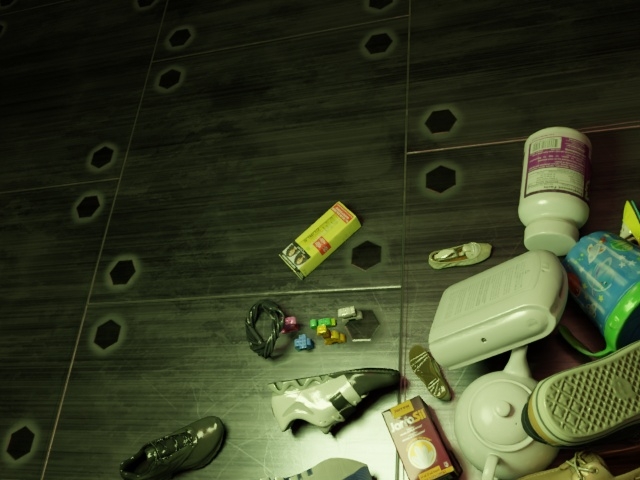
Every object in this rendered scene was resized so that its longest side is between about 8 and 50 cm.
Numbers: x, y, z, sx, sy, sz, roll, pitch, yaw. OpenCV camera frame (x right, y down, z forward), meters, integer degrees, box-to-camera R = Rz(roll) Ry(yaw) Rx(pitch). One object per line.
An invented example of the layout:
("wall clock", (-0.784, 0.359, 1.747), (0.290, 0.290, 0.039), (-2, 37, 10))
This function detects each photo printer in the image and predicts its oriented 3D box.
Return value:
("photo printer", (0.410, 0.148, 1.505), (0.308, 0.107, 0.256), (-29, 15, 32))

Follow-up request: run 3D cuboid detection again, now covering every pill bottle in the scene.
("pill bottle", (0.588, -0.120, 1.670), (0.169, 0.169, 0.301), (3, 64, 22))

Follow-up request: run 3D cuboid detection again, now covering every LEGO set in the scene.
("LEGO set", (-0.007, 0.230, 1.739), (0.227, 0.093, 0.087), (-13, 59, 13))

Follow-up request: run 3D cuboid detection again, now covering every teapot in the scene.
("teapot", (0.400, 0.395, 1.441), (0.253, 0.187, 0.256), (-30, 57, 3))

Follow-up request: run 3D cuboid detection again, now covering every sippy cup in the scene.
("sippy cup", (0.672, 0.100, 1.495), (0.306, 0.240, 0.224), (-29, 45, -8))

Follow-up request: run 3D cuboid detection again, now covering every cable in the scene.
("cable", (-0.152, 0.234, 1.791), (0.184, 0.047, 0.150), (16, 96, 58))

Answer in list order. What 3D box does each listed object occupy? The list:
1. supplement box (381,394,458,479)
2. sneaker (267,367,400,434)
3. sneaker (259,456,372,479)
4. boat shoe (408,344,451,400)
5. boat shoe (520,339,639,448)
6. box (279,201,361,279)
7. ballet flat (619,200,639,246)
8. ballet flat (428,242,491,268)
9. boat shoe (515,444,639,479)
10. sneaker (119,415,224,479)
("supplement box", (0.227, 0.467, 1.527), (0.104, 0.081, 0.188), (-27, 56, 5))
("sneaker", (0.041, 0.394, 1.631), (0.331, 0.122, 0.146), (-13, 76, 12))
("sneaker", (-0.038, 0.598, 1.530), (0.316, 0.182, 0.127), (-4, 58, -16))
("boat shoe", (0.267, 0.323, 1.621), (0.056, 0.048, 0.153), (-42, 49, 9))
("boat shoe", (0.632, 0.316, 1.365), (0.500, 0.156, 0.186), (-9, 65, -18))
("box", (0.000, 0.000, 1.886), (0.232, 0.058, 0.087), (-41, 56, -5))
("ballet flat", (0.766, 0.008, 1.594), (0.077, 0.077, 0.231), (-31, 56, 22))
("ballet flat", (0.365, 0.037, 1.734), (0.168, 0.052, 0.057), (-16, 58, 11))
("boat shoe", (0.540, 0.473, 1.338), (0.341, 0.110, 0.121), (-9, 16, -5))
("sneaker", (-0.376, 0.538, 1.683), (0.286, 0.130, 0.109), (-35, 54, -2))
